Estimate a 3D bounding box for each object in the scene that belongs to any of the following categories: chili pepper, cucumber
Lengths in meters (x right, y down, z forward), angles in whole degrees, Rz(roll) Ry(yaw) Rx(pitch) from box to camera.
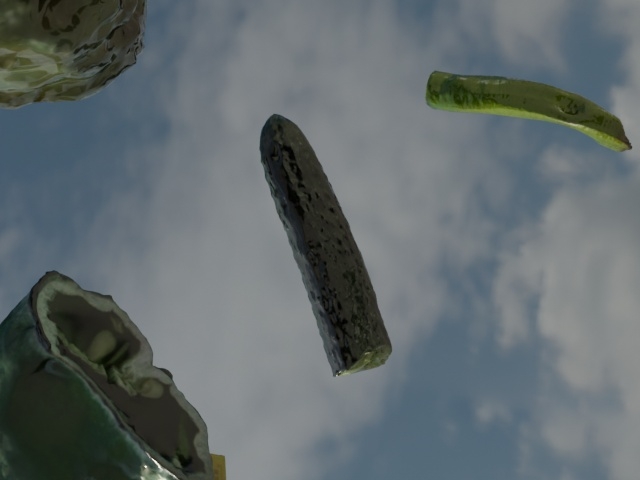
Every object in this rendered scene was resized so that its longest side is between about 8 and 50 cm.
[{"bbox_3d":[0.199,-0.126,1.350,0.052,0.201,0.050,-56,-21,-72],"label":"chili pepper"},{"bbox_3d":[0.000,0.000,1.115,0.052,0.058,0.215,-19,-95,-8],"label":"cucumber"},{"bbox_3d":[-0.178,0.156,0.801,0.136,0.270,0.099,41,-154,-2],"label":"chili pepper"}]

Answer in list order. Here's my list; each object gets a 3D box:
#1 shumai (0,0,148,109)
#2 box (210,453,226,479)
[{"bbox_3d":[-0.153,-0.269,0.680,0.397,0.323,0.324,40,-144,-36],"label":"shumai"},{"bbox_3d":[-0.121,0.335,1.214,0.041,0.153,0.279,14,-133,-24],"label":"box"}]
